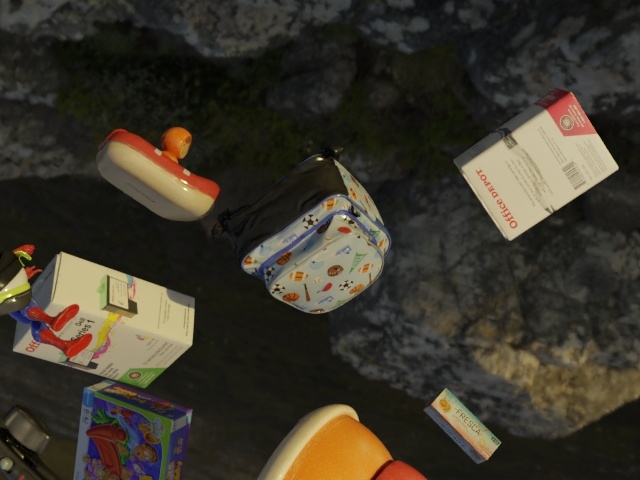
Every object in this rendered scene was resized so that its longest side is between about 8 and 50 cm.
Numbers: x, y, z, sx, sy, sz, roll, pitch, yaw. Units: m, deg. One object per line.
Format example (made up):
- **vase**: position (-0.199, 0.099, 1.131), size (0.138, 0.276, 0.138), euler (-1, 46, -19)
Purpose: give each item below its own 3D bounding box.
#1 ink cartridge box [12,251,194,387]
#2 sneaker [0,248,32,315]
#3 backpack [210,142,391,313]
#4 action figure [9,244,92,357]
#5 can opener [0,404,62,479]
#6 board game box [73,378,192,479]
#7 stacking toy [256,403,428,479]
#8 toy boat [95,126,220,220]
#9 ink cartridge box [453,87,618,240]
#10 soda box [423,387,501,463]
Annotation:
- **ink cartridge box**: position (-0.410, 0.157, 1.590), size (0.278, 0.117, 0.201), euler (23, 135, -28)
- **sneaker**: position (-0.489, 0.063, 1.073), size (0.084, 0.235, 0.097), euler (-1, 102, 59)
- **backpack**: position (0.000, 0.000, 1.485), size (0.277, 0.213, 0.263), euler (-31, 152, 18)
- **action figure**: position (-0.432, 0.068, 1.247), size (0.280, 0.139, 0.091), euler (16, 134, 29)
- **can opener**: position (-0.316, 0.261, 0.928), size (0.186, 0.073, 0.059), euler (38, -167, 31)
- **board game box**: position (-0.417, 0.503, 1.823), size (0.233, 0.346, 0.078), euler (14, -169, 23)
- **stacking toy**: position (0.132, 0.489, 1.238), size (0.480, 0.350, 0.350), euler (23, 152, 24)
- **toy boat**: position (-0.281, -0.140, 1.527), size (0.231, 0.151, 0.151), euler (36, 156, -20)
- **ink cartridge box**: position (0.390, -0.140, 1.543), size (0.237, 0.100, 0.172), euler (-35, 104, 8)
- **soda box**: position (0.333, 0.437, 1.980), size (0.183, 0.063, 0.058), euler (45, 153, 7)
